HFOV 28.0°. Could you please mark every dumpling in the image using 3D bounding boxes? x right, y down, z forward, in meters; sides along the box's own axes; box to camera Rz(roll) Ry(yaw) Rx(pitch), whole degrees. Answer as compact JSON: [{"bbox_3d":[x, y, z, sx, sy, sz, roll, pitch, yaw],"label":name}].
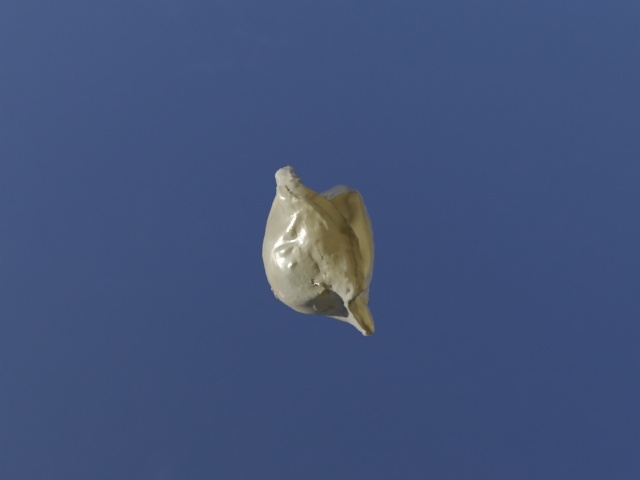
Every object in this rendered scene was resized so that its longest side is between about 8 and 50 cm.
[{"bbox_3d":[0.000,0.000,1.226,0.118,0.136,0.199,-25,-122,-17],"label":"dumpling"}]
